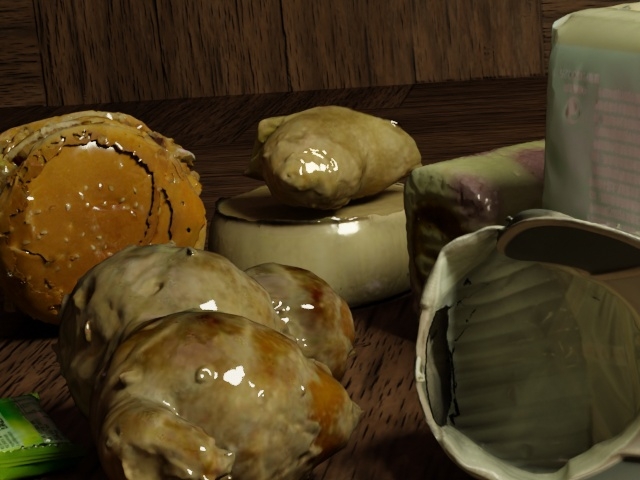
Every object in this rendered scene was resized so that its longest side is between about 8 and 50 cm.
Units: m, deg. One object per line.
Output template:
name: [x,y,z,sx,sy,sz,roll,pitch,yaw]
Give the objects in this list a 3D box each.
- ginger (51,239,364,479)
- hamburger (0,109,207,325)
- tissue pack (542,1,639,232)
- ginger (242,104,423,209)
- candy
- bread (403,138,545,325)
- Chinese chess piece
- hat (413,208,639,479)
ginger: [-0.089,0.107,1.222,0.256,0.176,0.375,10,14,-5]
hamburger: [-0.258,-0.025,1.660,0.260,0.245,0.211,31,1,-27]
tissue pack: [0.350,-0.003,1.163,0.205,0.332,0.405,-8,14,-26]
ginger: [0.027,-0.074,1.652,0.193,0.115,0.123,1,32,-16]
candy: [-0.267,0.165,1.328,0.102,0.032,0.178,-8,13,-23]
bread: [0.250,-0.013,1.525,0.338,0.187,0.155,-15,19,-28]
Chinese chess piece: [0.000,0.000,1.729,0.249,0.103,0.250,-4,14,1]
hat: [0.192,0.084,1.108,0.161,0.232,0.275,-15,3,-39]
